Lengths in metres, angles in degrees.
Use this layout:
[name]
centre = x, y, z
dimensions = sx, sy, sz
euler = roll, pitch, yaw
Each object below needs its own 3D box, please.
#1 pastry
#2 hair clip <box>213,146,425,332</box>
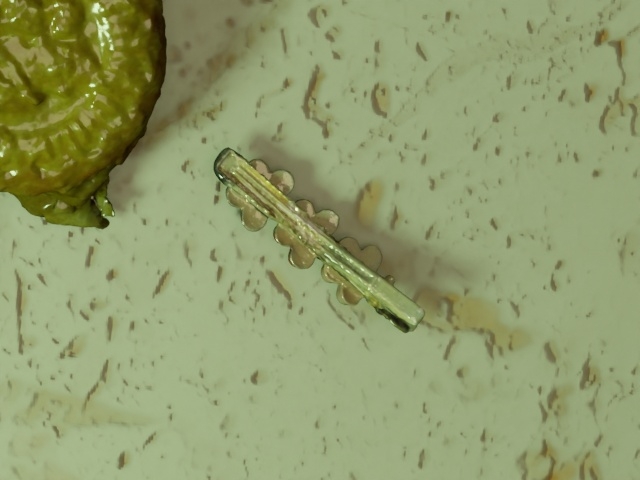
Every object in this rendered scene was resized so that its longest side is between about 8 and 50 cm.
[pastry]
centre = -0.232, -0.141, 1.418
dimensions = 0.240, 0.132, 0.235
euler = 18, 90, -12
[hair clip]
centre = -0.002, 0.001, 1.524
dimensions = 0.214, 0.056, 0.062
euler = 39, 74, -4
